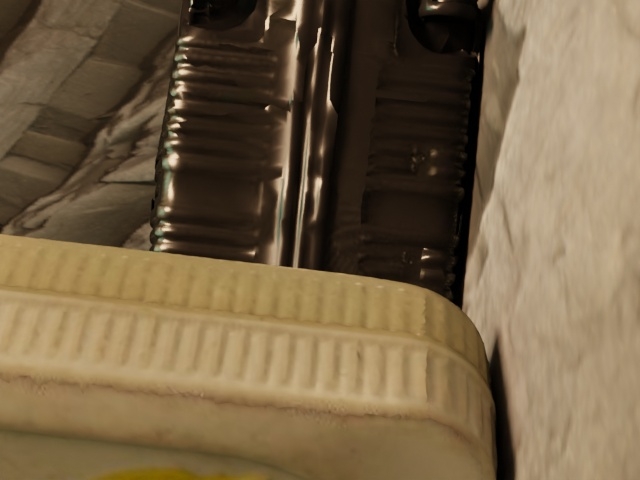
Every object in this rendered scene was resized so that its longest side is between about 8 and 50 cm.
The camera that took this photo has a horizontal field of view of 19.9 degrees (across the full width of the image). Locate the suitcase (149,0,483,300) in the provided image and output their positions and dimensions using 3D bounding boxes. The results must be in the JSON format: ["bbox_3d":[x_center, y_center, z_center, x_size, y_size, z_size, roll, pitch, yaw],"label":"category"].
[{"bbox_3d":[-0.018,-0.013,0.948,0.335,0.152,0.229,145,132,-86],"label":"suitcase"}]

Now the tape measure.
[{"bbox_3d":[-0.077,0.115,0.722,0.133,0.271,0.231,-89,7,-59],"label":"tape measure"}]
